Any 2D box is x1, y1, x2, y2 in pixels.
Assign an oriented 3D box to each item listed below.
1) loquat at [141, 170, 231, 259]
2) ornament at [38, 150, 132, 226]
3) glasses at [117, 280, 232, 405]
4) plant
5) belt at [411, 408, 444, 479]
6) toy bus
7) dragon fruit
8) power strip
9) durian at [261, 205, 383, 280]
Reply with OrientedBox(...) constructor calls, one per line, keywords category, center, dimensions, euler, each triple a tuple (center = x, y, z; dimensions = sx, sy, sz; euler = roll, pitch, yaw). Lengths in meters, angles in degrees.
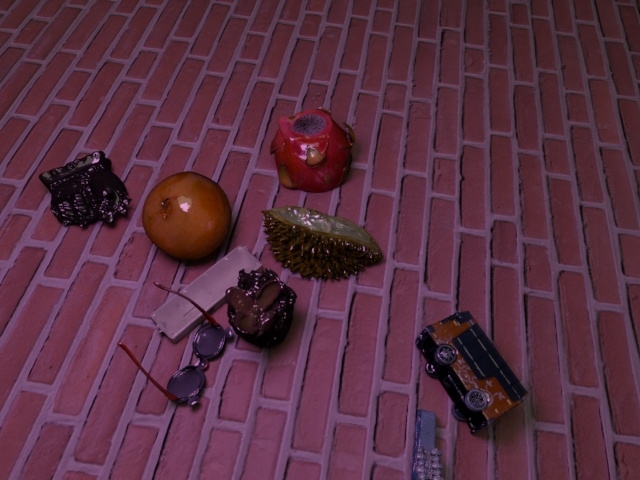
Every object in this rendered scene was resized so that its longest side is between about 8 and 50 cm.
OrientedBox(category="loquat", center=(-0.392, -0.071, 1.459), dimensions=(0.263, 0.263, 0.263), euler=(1, 57, -1))
OrientedBox(category="ornament", center=(-0.740, -0.136, 1.571), dimensions=(0.251, 0.106, 0.260), euler=(-25, 70, -9))
OrientedBox(category="glasses", center=(-0.355, 0.258, 1.230), dimensions=(0.118, 0.268, 0.234), euler=(10, 57, 26))
OrientedBox(category="plant", center=(-0.162, 0.178, 1.309), dimensions=(0.178, 0.234, 0.204), euler=(24, 65, 19))
OrientedBox(category="belt", center=(0.255, 0.496, 1.192), dimensions=(0.065, 0.100, 0.179), euler=(10, 55, 0))
OrientedBox(category="toy bus", center=(0.383, 0.332, 1.278), dimensions=(0.167, 0.138, 0.275), euler=(-23, 62, -18))
OrientedBox(category="dragon fruit", center=(-0.026, -0.321, 1.651), dimensions=(0.290, 0.189, 0.291), euler=(1, 58, -2))
OrientedBox(category="power strip", center=(-0.318, 0.145, 1.428), dimensions=(0.106, 0.043, 0.367), euler=(40, 65, 21))
OrientedBox(category="durian", center=(-0.002, 0.010, 1.494), dimensions=(0.394, 0.163, 0.198), euler=(11, 31, -2))
